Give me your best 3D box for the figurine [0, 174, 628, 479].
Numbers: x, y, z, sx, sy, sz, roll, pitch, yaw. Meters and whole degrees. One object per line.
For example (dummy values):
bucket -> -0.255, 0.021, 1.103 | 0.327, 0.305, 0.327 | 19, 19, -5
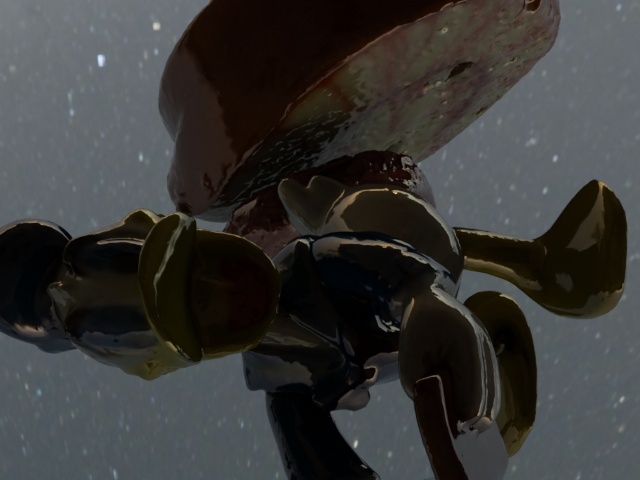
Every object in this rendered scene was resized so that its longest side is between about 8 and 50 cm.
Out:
figurine -> -0.011, 0.064, 0.688 | 0.338, 0.205, 0.283 | 10, -149, -16

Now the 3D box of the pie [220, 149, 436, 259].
pie -> 0.000, 0.000, 0.958 | 0.182, 0.182, 0.050 | -18, -111, -16

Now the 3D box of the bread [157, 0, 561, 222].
bread -> 0.040, -0.135, 1.023 | 0.114, 0.295, 0.327 | 56, -152, 15
